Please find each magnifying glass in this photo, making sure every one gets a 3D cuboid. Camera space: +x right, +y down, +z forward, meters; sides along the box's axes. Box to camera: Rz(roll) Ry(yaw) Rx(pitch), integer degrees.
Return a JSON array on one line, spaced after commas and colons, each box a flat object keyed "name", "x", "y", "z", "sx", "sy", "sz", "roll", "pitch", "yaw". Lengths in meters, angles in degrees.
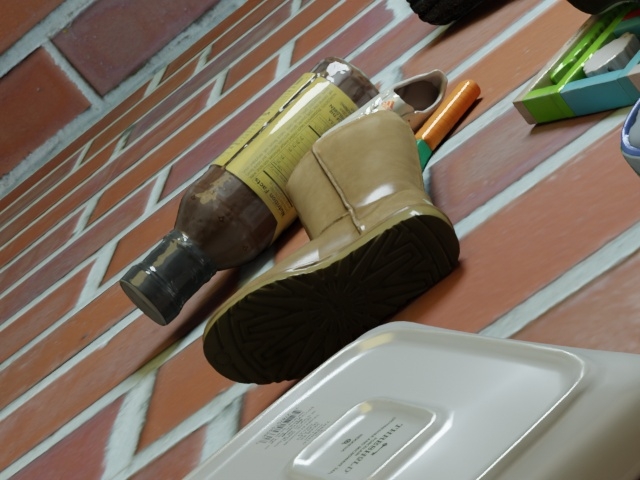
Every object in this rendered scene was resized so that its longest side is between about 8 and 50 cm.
[{"name": "magnifying glass", "x": 0.084, "y": -0.077, "z": 1.415, "sx": 0.231, "sy": 0.026, "sz": 0.092, "roll": -48, "pitch": 17, "yaw": -26}]

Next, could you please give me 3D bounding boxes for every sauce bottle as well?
[{"name": "sauce bottle", "x": -0.074, "y": -0.052, "z": 1.554, "sx": 0.344, "sy": 0.111, "sz": 0.111, "roll": -45, "pitch": 16, "yaw": -16}]

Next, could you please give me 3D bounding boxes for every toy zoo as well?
[{"name": "toy zoo", "x": 0.303, "y": -0.184, "z": 1.184, "sx": 0.192, "sy": 0.030, "sz": 0.293, "roll": -47, "pitch": 17, "yaw": -23}]

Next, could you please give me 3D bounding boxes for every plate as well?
[{"name": "plate", "x": 0.030, "y": 0.126, "z": 0.789, "sx": 0.277, "sy": 0.045, "sz": 0.278, "roll": -38, "pitch": 23, "yaw": -28}]

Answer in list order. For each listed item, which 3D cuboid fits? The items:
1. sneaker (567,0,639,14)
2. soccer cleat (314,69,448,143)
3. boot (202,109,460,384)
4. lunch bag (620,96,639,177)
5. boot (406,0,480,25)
[{"name": "sneaker", "x": 0.281, "y": -0.261, "z": 1.186, "sx": 0.123, "sy": 0.106, "sz": 0.290, "roll": -44, "pitch": 14, "yaw": -4}, {"name": "soccer cleat", "x": 0.055, "y": -0.112, "z": 1.462, "sx": 0.196, "sy": 0.068, "sz": 0.076, "roll": -41, "pitch": -7, "yaw": -32}, {"name": "boot", "x": 0.000, "y": 0.000, "z": 1.257, "sx": 0.236, "sy": 0.089, "sz": 0.269, "roll": -26, "pitch": 24, "yaw": 3}, {"name": "lunch bag", "x": 0.321, "y": -0.100, "z": 0.774, "sx": 0.303, "sy": 0.115, "sz": 0.243, "roll": -45, "pitch": 19, "yaw": -18}, {"name": "boot", "x": 0.205, "y": -0.449, "z": 1.727, "sx": 0.260, "sy": 0.131, "sz": 0.347, "roll": -16, "pitch": 61, "yaw": 53}]
